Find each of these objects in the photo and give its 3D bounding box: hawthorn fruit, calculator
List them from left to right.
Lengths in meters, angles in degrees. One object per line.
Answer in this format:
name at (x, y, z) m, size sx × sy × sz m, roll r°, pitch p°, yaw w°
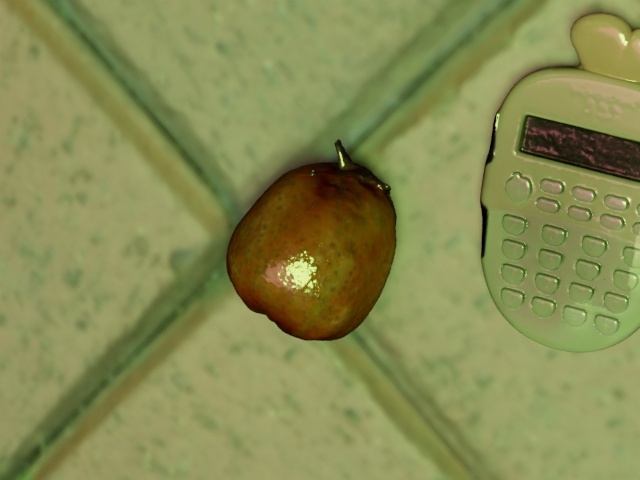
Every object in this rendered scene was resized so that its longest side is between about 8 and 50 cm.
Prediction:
hawthorn fruit at (0.000, 0.000, 0.837) m, size 0.081 × 0.081 × 0.093 m, roll 36°, pitch 97°, yaw 12°
calculator at (0.128, -0.026, 0.808) m, size 0.103 × 0.024 × 0.165 m, roll 16°, pitch 108°, yaw 19°
